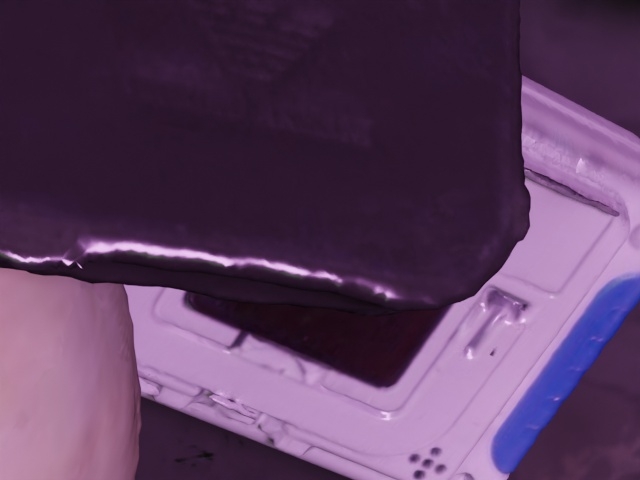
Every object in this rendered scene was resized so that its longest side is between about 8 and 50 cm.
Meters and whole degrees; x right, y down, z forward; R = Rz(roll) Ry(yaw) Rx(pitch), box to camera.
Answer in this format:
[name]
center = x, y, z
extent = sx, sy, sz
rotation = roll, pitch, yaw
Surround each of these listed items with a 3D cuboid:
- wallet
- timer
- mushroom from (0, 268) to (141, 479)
[wallet]
center = -0.035, -0.159, 0.473
extent = 0.197, 0.377, 0.051
rotation = 10, 159, -17
[timer]
center = 0.000, 0.000, 0.695
extent = 0.253, 0.078, 0.178
rotation = 23, 113, -23
[mushroom]
center = -0.188, 0.055, 0.539
extent = 0.315, 0.315, 0.356
rotation = 6, 80, -14
